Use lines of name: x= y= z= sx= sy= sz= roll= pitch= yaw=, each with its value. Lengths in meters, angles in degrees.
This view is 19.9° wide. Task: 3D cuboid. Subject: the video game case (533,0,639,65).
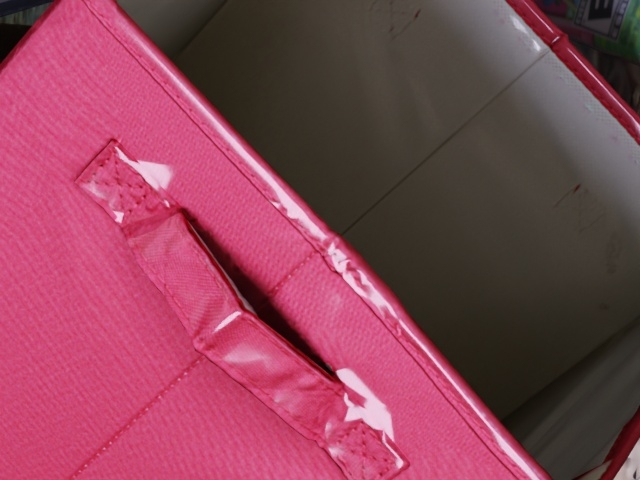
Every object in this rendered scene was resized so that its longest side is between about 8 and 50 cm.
video game case: x=0.108 y=-0.185 z=0.687 sx=0.193 sy=0.023 sz=0.212 roll=35 pitch=109 yaw=56

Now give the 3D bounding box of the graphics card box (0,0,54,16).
graphics card box: x=-0.156 y=-0.153 z=0.766 sx=0.371 sy=0.094 sz=0.233 roll=-13 pitch=22 yaw=25

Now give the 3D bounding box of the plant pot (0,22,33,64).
plant pot: x=-0.185 y=0.014 z=0.936 sx=0.215 sy=0.215 sz=0.230 roll=27 pitch=116 yaw=57

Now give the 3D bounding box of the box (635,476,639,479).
box: x=0.141 y=0.168 z=0.397 sx=0.127 sy=0.149 sz=0.232 roll=-46 pitch=43 yaw=41

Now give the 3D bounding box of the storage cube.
storage cube: x=-0.016 y=0.021 z=0.560 sx=0.183 sy=0.215 sz=0.193 roll=47 pitch=122 yaw=0
